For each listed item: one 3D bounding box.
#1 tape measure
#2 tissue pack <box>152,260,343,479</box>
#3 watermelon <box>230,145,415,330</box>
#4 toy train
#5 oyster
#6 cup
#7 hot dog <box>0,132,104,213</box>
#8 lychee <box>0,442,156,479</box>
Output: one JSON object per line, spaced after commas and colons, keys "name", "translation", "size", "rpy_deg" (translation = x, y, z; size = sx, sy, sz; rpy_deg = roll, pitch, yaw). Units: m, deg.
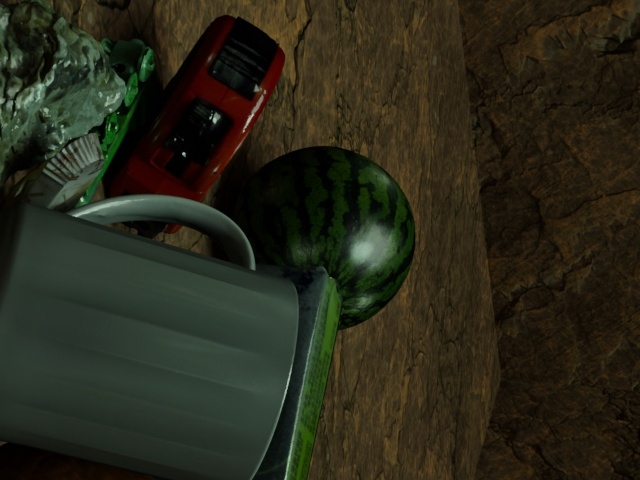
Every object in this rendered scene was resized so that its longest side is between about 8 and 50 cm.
{"name": "tape measure", "translation": [-0.147, -0.157, 2.067], "size": [0.260, 0.114, 0.253], "rpy_deg": [-47, -164, 42]}
{"name": "tissue pack", "translation": [-0.148, 0.218, 2.034], "size": [0.124, 0.288, 0.394], "rpy_deg": [62, 36, -64]}
{"name": "watermelon", "translation": [0.000, 0.000, 2.460], "size": [0.285, 0.285, 0.285], "rpy_deg": [4, 90, -72]}
{"name": "toy train", "translation": [-0.261, -0.137, 1.946], "size": [0.119, 0.085, 0.251], "rpy_deg": [93, 14, -48]}
{"name": "oyster", "translation": [-0.302, -0.162, 1.734], "size": [0.267, 0.112, 0.198], "rpy_deg": [-55, 148, -46]}
{"name": "cup", "translation": [-0.208, 0.075, 1.680], "size": [0.237, 0.327, 0.322], "rpy_deg": [122, -20, -50]}
{"name": "hot dog", "translation": [-0.293, -0.051, 1.747], "size": [0.099, 0.053, 0.192], "rpy_deg": [-36, 170, -49]}
{"name": "lychee", "translation": [-0.276, 0.319, 1.730], "size": [0.300, 0.255, 0.255], "rpy_deg": [160, -62, -71]}
